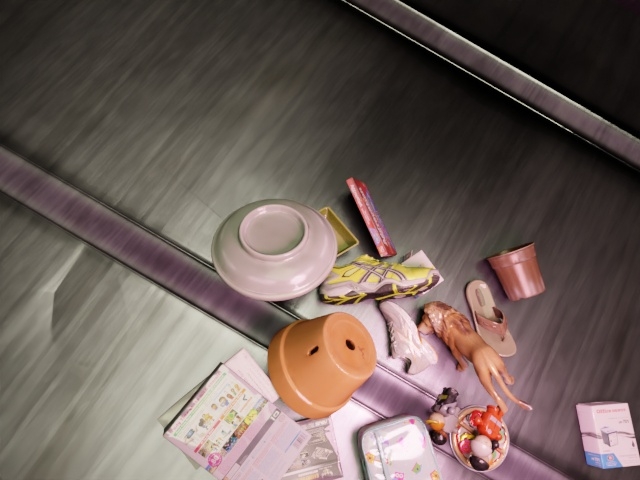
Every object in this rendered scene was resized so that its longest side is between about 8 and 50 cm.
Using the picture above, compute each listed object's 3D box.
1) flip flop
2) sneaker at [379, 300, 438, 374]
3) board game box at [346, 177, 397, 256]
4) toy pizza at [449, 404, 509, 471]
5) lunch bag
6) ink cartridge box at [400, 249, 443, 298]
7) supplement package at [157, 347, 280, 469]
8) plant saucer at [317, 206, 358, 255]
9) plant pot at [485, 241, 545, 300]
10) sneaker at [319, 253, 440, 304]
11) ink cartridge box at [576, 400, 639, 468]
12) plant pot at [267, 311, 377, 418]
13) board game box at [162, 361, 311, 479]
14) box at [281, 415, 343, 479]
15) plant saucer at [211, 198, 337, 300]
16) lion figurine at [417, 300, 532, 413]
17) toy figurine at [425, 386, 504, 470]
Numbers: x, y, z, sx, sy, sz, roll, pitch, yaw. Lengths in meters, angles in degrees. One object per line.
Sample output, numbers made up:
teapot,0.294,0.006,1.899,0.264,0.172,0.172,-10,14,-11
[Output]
flip flop,0.577,0.261,1.616,0.113,0.080,0.276,-14,77,-12
sneaker,0.259,0.316,1.547,0.121,0.099,0.262,-35,81,-11
board game box,0.176,-0.076,1.622,0.027,0.145,0.281,-28,78,20
toy pizza,0.511,0.631,1.528,0.202,0.032,0.201,2,74,-8
lunch bag,0.233,0.679,1.432,0.224,0.108,0.278,-12,77,-12
ink cartridge box,0.325,0.107,1.615,0.090,0.092,0.143,-33,80,-15
supplement package,-0.283,0.470,1.376,0.293,0.175,0.177,-39,85,-16
plant saucer,0.000,0.000,1.598,0.188,0.045,0.188,-30,61,-15
plant pot,0.677,0.110,1.642,0.167,0.167,0.165,-19,87,-13
sneaker,0.182,0.111,1.526,0.386,0.145,0.147,-6,68,8
ink cartridge box,0.938,0.632,1.568,0.140,0.082,0.190,-2,76,-9
plant pot,0.022,0.335,1.378,0.291,0.203,0.290,28,40,-27
board game box,-0.214,0.498,1.242,0.303,0.097,0.224,41,73,-5
box,-0.063,0.634,1.427,0.231,0.056,0.182,-11,77,-10
plant saucer,-0.144,-0.004,1.499,0.401,0.100,0.400,1,53,-1
lion figurine,0.467,0.337,1.464,0.142,0.392,0.240,-35,116,-12
toy figurine,0.425,0.560,1.419,0.210,0.213,0.148,19,60,27
